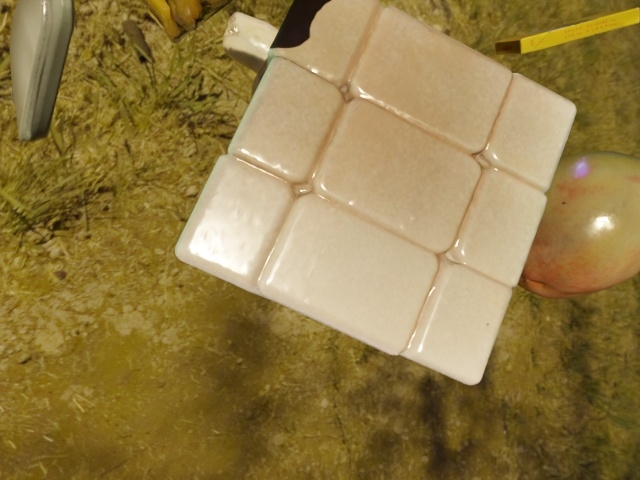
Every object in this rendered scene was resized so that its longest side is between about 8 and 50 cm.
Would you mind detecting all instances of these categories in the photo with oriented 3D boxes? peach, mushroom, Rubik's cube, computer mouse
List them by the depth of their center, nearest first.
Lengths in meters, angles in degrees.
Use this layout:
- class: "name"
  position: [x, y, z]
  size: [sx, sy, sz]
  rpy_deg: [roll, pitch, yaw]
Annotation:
- class: "Rubik's cube"
  position: [0.047, -0.051, 0.546]
  size: [0.318, 0.322, 0.316]
  rpy_deg: [25, 81, -6]
- class: "peach"
  position: [0.466, -0.021, 0.780]
  size: [0.247, 0.292, 0.292]
  rpy_deg: [36, 52, -2]
- class: "computer mouse"
  position: [-0.546, -0.353, 0.822]
  size: [0.094, 0.197, 0.331]
  rpy_deg: [13, 114, -33]
- class: "mushroom"
  position: [-0.062, -0.432, 1.145]
  size: [0.325, 0.352, 0.354]
  rpy_deg: [32, 55, -64]

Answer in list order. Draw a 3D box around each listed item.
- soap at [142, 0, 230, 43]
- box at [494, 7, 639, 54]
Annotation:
- class: "soap"
  position: [-0.145, -0.352, 0.317]
  size: [0.156, 0.293, 0.335]
  rpy_deg: [-48, 119, -19]
- class: "box"
  position: [0.335, -0.288, 0.591]
  size: [0.087, 0.154, 0.023]
  rpy_deg: [-97, 172, -64]
